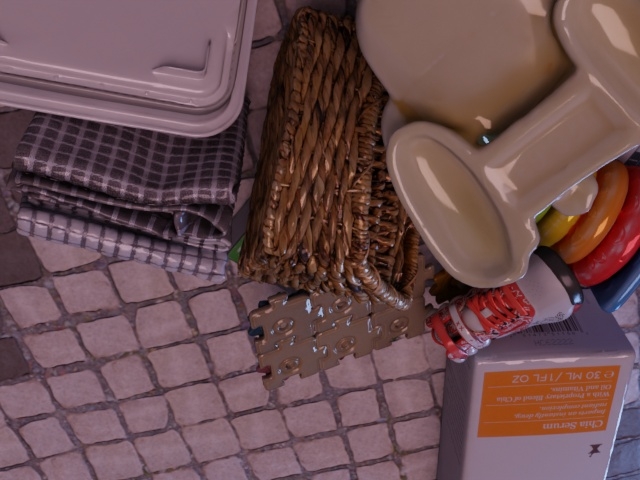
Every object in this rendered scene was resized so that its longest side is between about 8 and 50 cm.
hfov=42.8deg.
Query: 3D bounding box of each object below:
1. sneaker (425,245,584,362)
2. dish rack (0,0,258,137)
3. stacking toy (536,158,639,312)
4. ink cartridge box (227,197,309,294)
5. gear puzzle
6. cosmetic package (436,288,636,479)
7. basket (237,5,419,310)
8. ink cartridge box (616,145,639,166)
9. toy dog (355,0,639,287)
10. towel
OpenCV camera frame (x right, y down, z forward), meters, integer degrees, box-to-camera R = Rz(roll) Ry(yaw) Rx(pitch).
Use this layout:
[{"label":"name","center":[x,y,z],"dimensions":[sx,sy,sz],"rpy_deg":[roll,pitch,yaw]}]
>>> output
[{"label":"sneaker","center":[0.215,0.090,1.006],"dimensions":[0.145,0.270,0.090],"rpy_deg":[-31,83,-7]},{"label":"dish rack","center":[-0.228,-0.266,0.835],"dimensions":[0.333,0.285,0.072],"rpy_deg":[9,164,-11]},{"label":"stacking toy","center":[0.269,-0.063,0.995],"dimensions":[0.302,0.175,0.165],"rpy_deg":[27,110,-4]},{"label":"ink cartridge box","center":[0.000,0.000,1.107],"dimensions":[0.208,0.086,0.153],"rpy_deg":[32,114,-22]},{"label":"gear puzzle","center":[0.066,0.080,1.084],"dimensions":[0.339,0.044,0.175],"rpy_deg":[-19,135,-12]},{"label":"cosmetic package","center":[0.314,0.306,1.276],"dimensions":[0.230,0.161,0.453],"rpy_deg":[-3,122,-2]},{"label":"basket","center":[0.048,-0.089,0.915],"dimensions":[0.223,0.213,0.299],"rpy_deg":[12,76,-11]},{"label":"ink cartridge box","center":[0.325,-0.124,1.069],"dimensions":[0.297,0.066,0.261],"rpy_deg":[-15,122,5]},{"label":"toy dog","center":[0.193,-0.191,0.825],"dimensions":[0.395,0.408,0.284],"rpy_deg":[42,119,4]},{"label":"towel","center":[-0.200,-0.101,0.913],"dimensions":[0.235,0.283,0.121],"rpy_deg":[15,124,-13]}]
